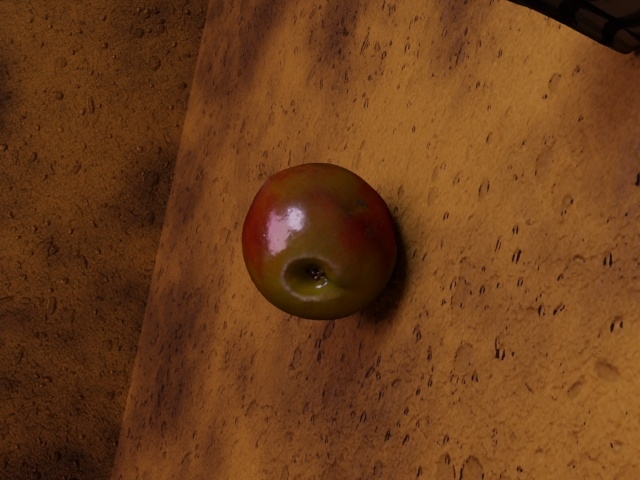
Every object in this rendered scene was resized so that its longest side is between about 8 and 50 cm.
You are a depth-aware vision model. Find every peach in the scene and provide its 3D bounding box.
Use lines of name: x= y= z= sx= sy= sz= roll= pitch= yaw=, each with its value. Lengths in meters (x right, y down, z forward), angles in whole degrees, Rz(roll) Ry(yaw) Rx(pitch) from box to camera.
peach: x=0.000 y=0.000 z=1.238 sx=0.231 sy=0.231 sz=0.231 roll=-39 pitch=44 yaw=51

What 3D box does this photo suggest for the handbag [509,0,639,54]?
handbag: x=0.271 y=-0.333 z=0.755 sx=0.325 sy=0.327 sz=0.162 roll=-41 pitch=47 yaw=52
